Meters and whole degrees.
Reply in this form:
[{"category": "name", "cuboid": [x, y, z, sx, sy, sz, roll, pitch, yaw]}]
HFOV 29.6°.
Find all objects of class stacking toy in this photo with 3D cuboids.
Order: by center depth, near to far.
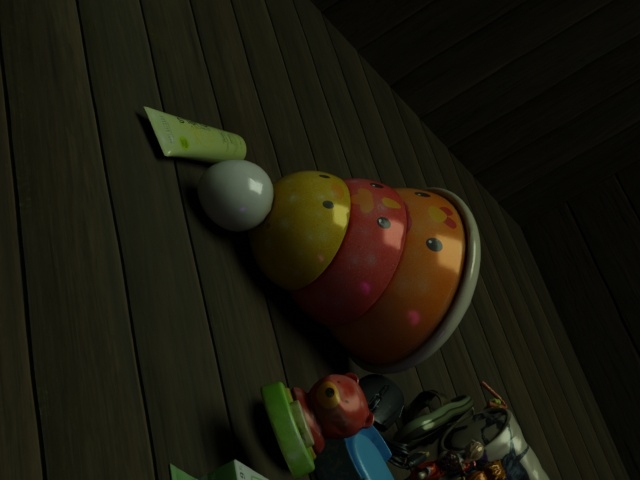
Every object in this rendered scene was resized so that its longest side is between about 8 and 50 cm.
[{"category": "stacking toy", "cuboid": [0.032, 0.308, 1.657, 0.279, 0.130, 0.308, 73, -5, -70]}, {"category": "stacking toy", "cuboid": [0.000, 0.000, 2.046, 0.480, 0.350, 0.350, 25, 35, -32]}]

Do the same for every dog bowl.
[{"category": "dog bowl", "cuboid": [0.085, 0.412, 1.865, 0.297, 0.074, 0.166, 61, 18, 7]}]

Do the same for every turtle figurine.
[{"category": "turtle figurine", "cuboid": [0.384, 0.434, 2.606, 0.217, 0.087, 0.269, 33, 36, -79]}]

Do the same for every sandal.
[{"category": "sandal", "cuboid": [0.205, 0.323, 2.278, 0.086, 0.120, 0.303, 50, 15, 16]}]

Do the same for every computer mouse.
[{"category": "computer mouse", "cuboid": [0.122, 0.297, 2.060, 0.184, 0.060, 0.262, 36, 14, 13]}]

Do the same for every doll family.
[{"category": "doll family", "cuboid": [0.232, 0.423, 2.092, 0.118, 0.163, 0.263, 63, 18, 13]}]

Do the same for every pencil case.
[{"category": "pencil case", "cuboid": [0.401, 0.518, 2.410, 0.410, 0.160, 0.183, 56, -5, -11]}]

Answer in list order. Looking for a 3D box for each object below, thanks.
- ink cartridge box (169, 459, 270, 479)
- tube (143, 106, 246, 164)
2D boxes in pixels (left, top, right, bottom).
[{"category": "ink cartridge box", "cuboid": [-0.094, 0.345, 1.504, 0.209, 0.062, 0.109, 42, 24, -43]}, {"category": "tube", "cuboid": [-0.208, -0.165, 2.029, 0.070, 0.062, 0.240, 23, 6, 28]}]
